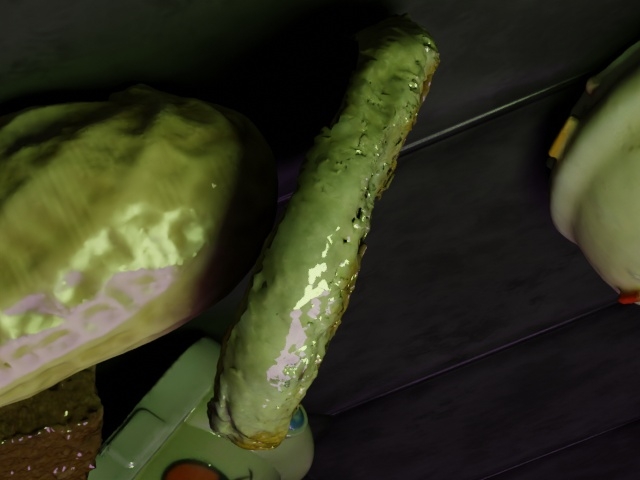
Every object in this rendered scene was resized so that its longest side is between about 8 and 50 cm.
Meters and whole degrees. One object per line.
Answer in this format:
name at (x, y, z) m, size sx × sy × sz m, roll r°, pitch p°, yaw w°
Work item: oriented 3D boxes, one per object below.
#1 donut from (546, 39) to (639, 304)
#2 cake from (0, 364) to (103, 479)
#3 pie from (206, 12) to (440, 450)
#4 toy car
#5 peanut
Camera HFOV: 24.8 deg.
donut at (0.350, -0.065, 1.052) m, size 0.383 × 0.142 × 0.382 m, roll -17°, pitch 157°, yaw -7°
cake at (-0.216, 0.089, 0.935) m, size 0.135 × 0.147 × 0.135 m, roll -10°, pitch 154°, yaw -24°
pie at (0.000, 0.000, 0.821) m, size 0.055 × 0.274 × 0.274 m, roll 21°, pitch 151°, yaw 2°
toy car at (-0.109, 0.268, 1.205) m, size 0.242 × 0.226 × 0.336 m, roll -48°, pitch 170°, yaw -29°
peanut at (-0.178, 0.012, 0.804) m, size 0.325 × 0.153 × 0.140 m, roll -17°, pitch -172°, yaw -2°
